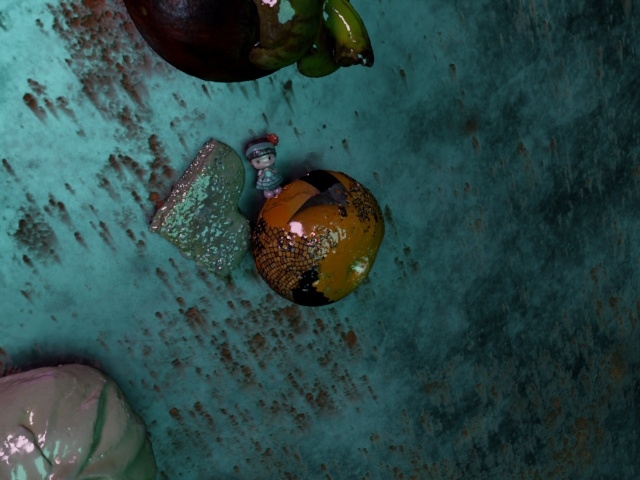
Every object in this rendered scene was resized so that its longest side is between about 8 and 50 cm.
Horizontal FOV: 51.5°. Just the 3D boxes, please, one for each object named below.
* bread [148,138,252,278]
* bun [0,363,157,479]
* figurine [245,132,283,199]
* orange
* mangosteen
[{"bbox_3d":[-0.189,-0.042,1.059,0.172,0.064,0.232,-10,111,-26],"label":"bread"},{"bbox_3d":[-0.421,0.380,0.999,0.364,0.219,0.366,-7,109,-22],"label":"bun"},{"bbox_3d":[-0.086,-0.121,1.093,0.059,0.047,0.106,-17,120,-4],"label":"figurine"},{"bbox_3d":[0.000,0.000,1.103,0.234,0.182,0.235,-36,141,-36],"label":"orange"},{"bbox_3d":[-0.082,-0.344,0.839,0.306,0.359,0.306,-46,149,-38],"label":"mangosteen"}]
